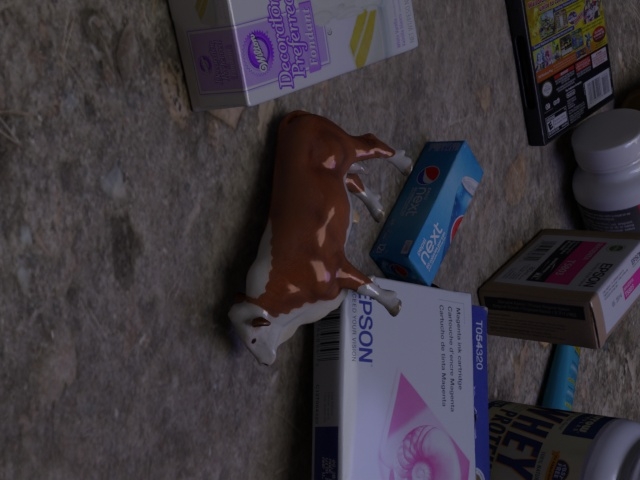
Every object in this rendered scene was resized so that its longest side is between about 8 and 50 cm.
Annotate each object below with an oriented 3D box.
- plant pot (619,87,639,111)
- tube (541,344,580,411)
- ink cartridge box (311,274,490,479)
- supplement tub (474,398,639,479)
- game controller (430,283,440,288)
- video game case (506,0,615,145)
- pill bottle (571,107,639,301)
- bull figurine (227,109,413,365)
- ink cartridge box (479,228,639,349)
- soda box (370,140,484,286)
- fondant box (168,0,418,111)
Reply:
[{"bbox_3d":[0.688,-0.227,2.027,0.254,0.237,0.237,-5,96,-34],"label":"plant pot"},{"bbox_3d":[0.419,0.224,1.846,0.080,0.052,0.207,55,46,-50],"label":"tube"},{"bbox_3d":[0.131,0.221,1.395,0.330,0.071,0.324,10,74,-37],"label":"ink cartridge box"},{"bbox_3d":[0.359,0.366,1.559,0.235,0.324,0.236,-3,94,-50],"label":"supplement tub"},{"bbox_3d":[0.108,0.206,1.452,0.319,0.067,0.167,-51,128,-36],"label":"game controller"},{"bbox_3d":[0.411,-0.320,1.810,0.274,0.035,0.248,-32,116,-44],"label":"video game case"},{"bbox_3d":[0.541,-0.064,1.869,0.176,0.176,0.319,-51,128,-35],"label":"pill bottle"},{"bbox_3d":[0.000,0.000,1.255,0.188,0.101,0.311,16,74,-25],"label":"bull figurine"},{"bbox_3d":[0.392,0.069,1.685,0.234,0.193,0.088,-36,119,-44],"label":"ink cartridge box"},{"bbox_3d":[0.151,-0.040,1.489,0.071,0.067,0.210,52,55,-38],"label":"soda box"},{"bbox_3d":[-0.029,-0.303,1.238,0.330,0.096,0.238,-27,113,-45],"label":"fondant box"}]
